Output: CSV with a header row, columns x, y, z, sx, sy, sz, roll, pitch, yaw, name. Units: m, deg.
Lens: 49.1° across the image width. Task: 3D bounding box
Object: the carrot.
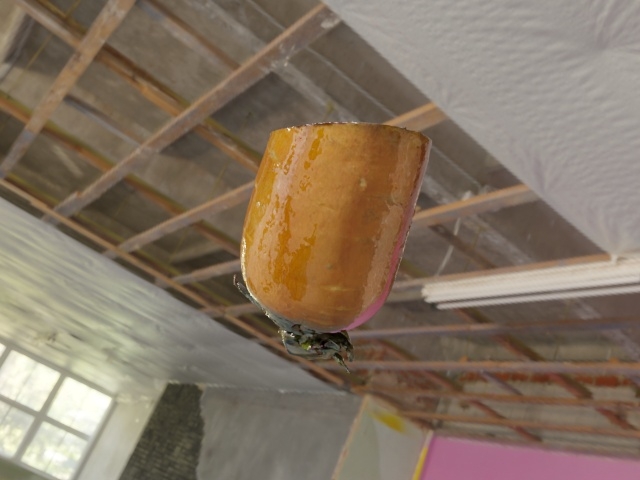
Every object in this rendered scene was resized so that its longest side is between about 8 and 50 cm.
x,y,z,sx,sy,sz,roll,pitch,yaw,name
0.000,0.000,0.848,0.193,0.331,0.214,0,21,-30,carrot
